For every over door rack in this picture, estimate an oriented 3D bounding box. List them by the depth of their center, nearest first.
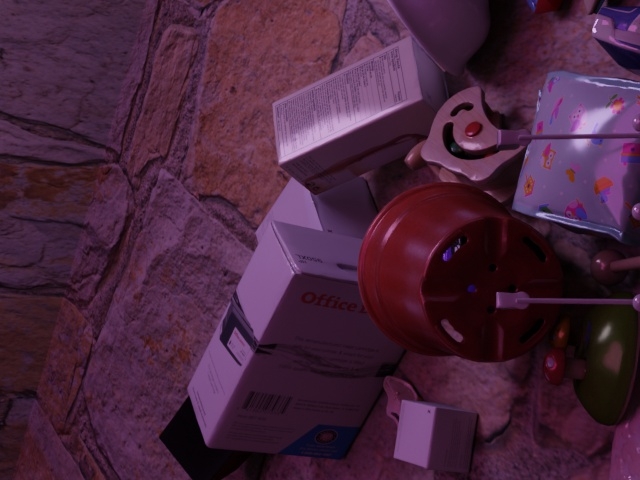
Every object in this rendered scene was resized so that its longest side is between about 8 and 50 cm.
[{"bbox_3d":[0.362,-0.029,1.560,0.324,0.108,0.239,-1,83,26],"label":"over door rack"}]

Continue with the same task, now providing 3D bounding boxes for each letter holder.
[{"bbox_3d":[-0.155,0.338,2.568,0.152,0.214,0.302,48,128,15],"label":"letter holder"}]

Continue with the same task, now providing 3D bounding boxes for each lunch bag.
[{"bbox_3d":[0.389,-0.117,1.748,0.262,0.160,0.223,21,100,54],"label":"lunch bag"}]

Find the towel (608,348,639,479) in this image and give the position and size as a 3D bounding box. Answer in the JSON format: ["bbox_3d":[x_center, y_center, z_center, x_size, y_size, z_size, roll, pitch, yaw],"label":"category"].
[{"bbox_3d":[0.450,0.258,1.555,0.317,0.053,0.331,166,114,-75],"label":"towel"}]

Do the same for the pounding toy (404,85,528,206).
[{"bbox_3d":[0.269,-0.140,2.048,0.154,0.155,0.269,-51,40,-8],"label":"pounding toy"}]

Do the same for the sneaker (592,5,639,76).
[{"bbox_3d":[0.522,-0.283,1.578,0.316,0.127,0.182,16,83,34],"label":"sneaker"}]

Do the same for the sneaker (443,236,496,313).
[{"bbox_3d":[0.215,0.020,2.070,0.293,0.102,0.146,45,116,50],"label":"sneaker"}]

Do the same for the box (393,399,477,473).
[{"bbox_3d":[0.185,0.315,2.025,0.102,0.087,0.101,3,83,60],"label":"box"}]

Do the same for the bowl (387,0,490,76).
[{"bbox_3d":[0.199,-0.432,2.097,0.134,0.298,0.298,-35,47,18],"label":"bowl"}]

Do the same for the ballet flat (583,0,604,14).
[{"bbox_3d":[0.432,-0.457,1.848,0.248,0.086,0.086,-62,34,18],"label":"ballet flat"}]

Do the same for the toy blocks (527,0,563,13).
[{"bbox_3d":[0.317,-0.528,1.931,0.381,0.191,0.261,97,157,-52],"label":"toy blocks"}]

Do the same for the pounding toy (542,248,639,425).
[{"bbox_3d":[0.358,0.125,1.689,0.183,0.110,0.236,-13,-68,-88],"label":"pounding toy"}]

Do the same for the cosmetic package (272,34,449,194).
[{"bbox_3d":[0.074,-0.218,2.226,0.296,0.129,0.153,-22,54,25],"label":"cosmetic package"}]

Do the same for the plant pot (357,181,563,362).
[{"bbox_3d":[0.212,0.056,1.806,0.265,0.272,0.272,-154,76,-79],"label":"plant pot"}]

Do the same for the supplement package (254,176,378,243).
[{"bbox_3d":[0.000,0.000,2.380,0.203,0.149,0.194,-55,38,36],"label":"supplement package"}]

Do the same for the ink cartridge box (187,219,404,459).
[{"bbox_3d":[-0.023,0.184,2.226,0.395,0.285,0.166,-62,33,26],"label":"ink cartridge box"}]

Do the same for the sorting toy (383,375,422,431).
[{"bbox_3d":[0.136,0.288,2.168,0.083,0.045,0.075,58,137,49],"label":"sorting toy"}]
